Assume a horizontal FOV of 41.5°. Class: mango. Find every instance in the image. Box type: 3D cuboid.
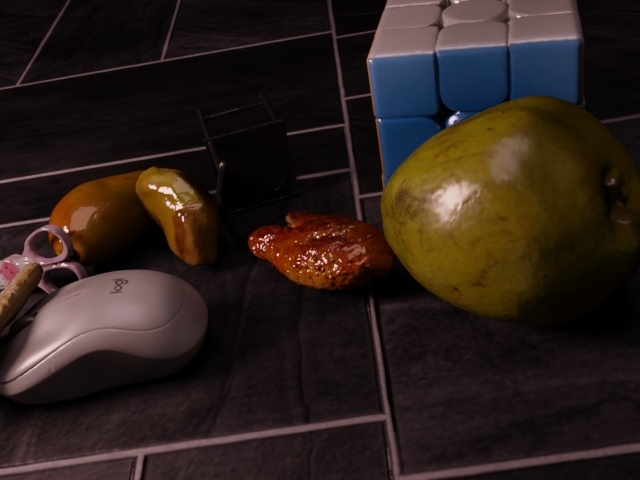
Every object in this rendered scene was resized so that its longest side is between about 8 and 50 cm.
[{"bbox_3d":[-0.339,-0.048,1.374,0.138,0.113,0.253,18,40,28],"label":"mango"}]

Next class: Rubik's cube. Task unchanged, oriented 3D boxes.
[{"bbox_3d":[0.244,-0.213,1.287,0.290,0.291,0.291,-2,35,14],"label":"Rubik's cube"}]

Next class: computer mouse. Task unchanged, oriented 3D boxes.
[{"bbox_3d":[-0.300,0.117,1.128,0.297,0.121,0.184,-7,36,5],"label":"computer mouse"}]

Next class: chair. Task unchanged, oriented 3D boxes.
[{"bbox_3d":[-0.117,-0.125,1.390,0.141,0.154,0.260,-17,33,-6],"label":"chair"}]

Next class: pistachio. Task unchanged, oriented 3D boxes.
[{"bbox_3d":[-0.205,-0.043,1.310,0.100,0.110,0.189,-47,68,12],"label":"pistachio"}]

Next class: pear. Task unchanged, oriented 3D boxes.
[{"bbox_3d":[0.223,-0.034,1.074,0.375,0.287,0.287,4,35,44],"label":"pear"}]

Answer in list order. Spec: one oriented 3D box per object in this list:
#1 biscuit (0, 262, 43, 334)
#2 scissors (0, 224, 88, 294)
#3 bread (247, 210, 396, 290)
[{"bbox_3d":[-0.455,0.119,1.162,0.188,0.040,0.265,-41,16,29],"label":"biscuit"},{"bbox_3d":[-0.470,0.047,1.308,0.242,0.118,0.030,-10,19,26],"label":"scissors"},{"bbox_3d":[-0.005,0.004,1.226,0.139,0.095,0.269,-24,32,-30],"label":"bread"}]
